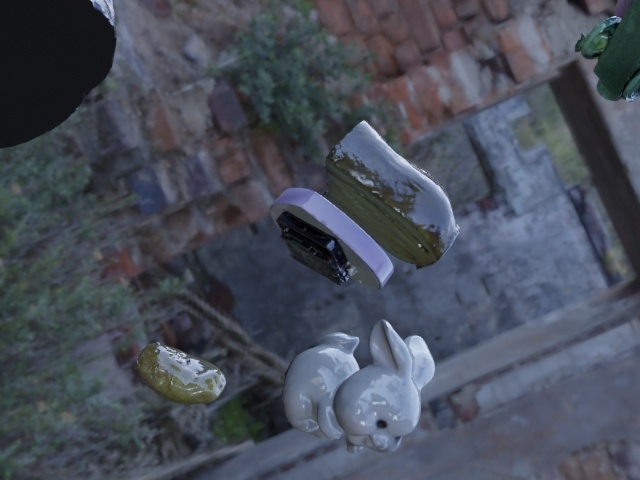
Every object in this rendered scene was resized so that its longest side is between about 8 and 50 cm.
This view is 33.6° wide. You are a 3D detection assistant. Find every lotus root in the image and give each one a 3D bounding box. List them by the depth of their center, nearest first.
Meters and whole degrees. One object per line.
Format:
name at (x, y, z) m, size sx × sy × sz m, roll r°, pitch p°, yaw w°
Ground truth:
lotus root at (0.147, -0.081, 1.940) m, size 0.260 × 0.149 × 0.267 m, roll 37°, pitch -10°, yaw 10°

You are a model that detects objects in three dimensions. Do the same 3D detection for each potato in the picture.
potato at (-0.213, 0.205, 1.602) m, size 0.138 × 0.070 × 0.091 m, roll 26°, pitch 20°, yaw 4°

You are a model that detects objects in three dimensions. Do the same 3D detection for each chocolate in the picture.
chocolate at (-0.355, -0.234, 1.061) m, size 0.186 × 0.284 × 0.283 m, roll 65°, pitch 3°, yaw 23°

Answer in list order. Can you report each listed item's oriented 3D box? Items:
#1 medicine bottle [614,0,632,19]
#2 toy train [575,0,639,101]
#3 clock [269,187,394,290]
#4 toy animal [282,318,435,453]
medicine bottle at (0.536, -0.354, 1.539) m, size 0.254 × 0.152 × 0.152 m, roll 119°, pitch -53°, yaw -85°
toy train at (0.392, -0.257, 1.166) m, size 0.105 × 0.157 × 0.253 m, roll 55°, pitch -25°, yaw 24°
clock at (0.000, 0.000, 1.447) m, size 0.198 × 0.064 × 0.172 m, roll 29°, pitch -17°, yaw 31°
toy animal at (0.053, 0.204, 1.481) m, size 0.127 × 0.193 × 0.178 m, roll 39°, pitch 53°, yaw -44°
